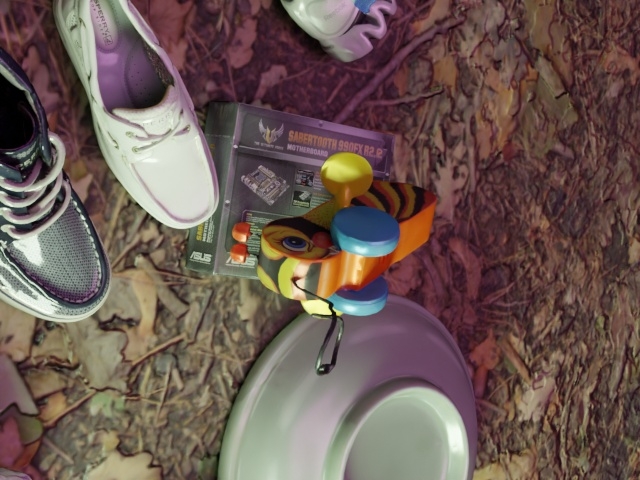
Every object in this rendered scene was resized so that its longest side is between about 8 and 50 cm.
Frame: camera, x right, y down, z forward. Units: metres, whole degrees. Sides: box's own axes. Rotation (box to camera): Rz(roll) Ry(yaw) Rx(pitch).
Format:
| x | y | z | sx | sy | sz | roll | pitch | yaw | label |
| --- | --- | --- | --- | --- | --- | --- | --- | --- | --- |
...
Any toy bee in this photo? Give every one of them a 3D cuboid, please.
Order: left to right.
| x | y | z | sx | sy | sz | roll | pitch | yaw | label |
| --- | --- | --- | --- | --- | --- | --- | --- | --- | --- |
| 0.000 | 0.000 | 1.299 | 0.298 | 0.162 | 0.195 | -19 | 128 | -69 | toy bee |

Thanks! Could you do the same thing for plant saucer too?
| x | y | z | sx | sy | sz | roll | pitch | yaw | label |
| --- | --- | --- | --- | --- | --- | --- | --- | --- | --- |
| 0.067 | 0.261 | 1.483 | 0.401 | 0.101 | 0.400 | -5 | 99 | -39 | plant saucer |

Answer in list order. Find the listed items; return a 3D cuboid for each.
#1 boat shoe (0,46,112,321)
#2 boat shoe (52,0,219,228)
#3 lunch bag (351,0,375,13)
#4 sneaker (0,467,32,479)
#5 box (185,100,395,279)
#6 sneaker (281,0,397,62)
| x | y | z | sx | sy | sz | roll | pitch | yaw | label |
| --- | --- | --- | --- | --- | --- | --- | --- | --- | --- |
| -0.273 | -0.047 | 1.119 | 0.127 | 0.158 | 0.340 | -52 | 124 | -23 | boat shoe |
| -0.172 | -0.125 | 1.223 | 0.098 | 0.096 | 0.277 | -31 | 112 | -12 | boat shoe |
| 0.066 | -0.489 | 1.262 | 0.328 | 0.239 | 0.385 | 43 | 59 | -14 | lunch bag |
| -0.344 | 0.237 | 1.146 | 0.152 | 0.114 | 0.305 | -55 | 131 | -38 | sneaker |
| -0.029 | -0.045 | 1.392 | 0.231 | 0.056 | 0.183 | 7 | 91 | -41 | box |
| 0.051 | -0.347 | 1.399 | 0.118 | 0.110 | 0.292 | 30 | 76 | -29 | sneaker |
